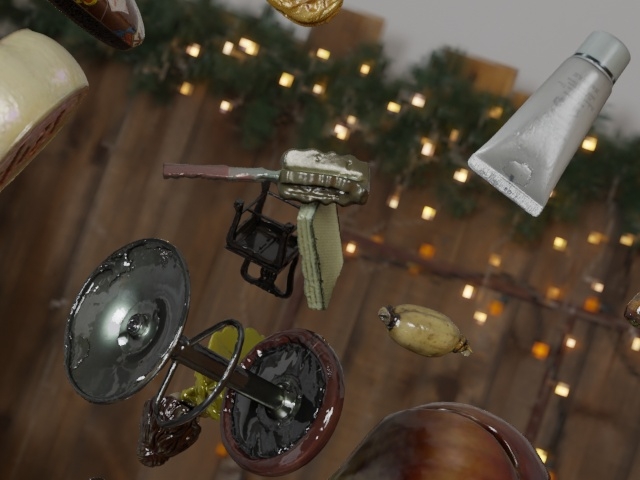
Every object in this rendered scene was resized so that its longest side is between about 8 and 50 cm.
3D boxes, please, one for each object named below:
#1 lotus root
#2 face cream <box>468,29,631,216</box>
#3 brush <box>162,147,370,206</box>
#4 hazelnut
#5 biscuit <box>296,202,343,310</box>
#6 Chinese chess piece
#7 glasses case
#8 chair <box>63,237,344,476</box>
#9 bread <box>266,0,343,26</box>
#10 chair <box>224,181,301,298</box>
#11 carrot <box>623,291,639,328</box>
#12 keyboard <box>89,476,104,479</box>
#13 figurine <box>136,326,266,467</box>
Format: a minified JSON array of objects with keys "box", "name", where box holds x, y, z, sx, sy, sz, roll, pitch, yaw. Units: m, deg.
[{"box":[0.142,0.124,1.898,0.152,0.063,0.072,21,5,-20],"name":"lotus root"},{"box":[0.382,-0.199,2.257,0.143,0.314,0.089,38,-12,0],"name":"face cream"},{"box":[-0.078,-0.095,2.022,0.301,0.071,0.084,5,35,-2],"name":"brush"},{"box":[0.186,0.450,2.214,0.359,0.409,0.359,9,-26,4],"name":"hazelnut"},{"box":[0.000,0.000,2.139,0.040,0.121,0.199,9,-45,16],"name":"biscuit"},{"box":[-0.411,-0.141,1.748,0.112,0.270,0.270,44,-8,-4],"name":"Chinese chess piece"},{"box":[-0.364,-0.389,2.115,0.321,0.082,0.122,37,26,-61],"name":"glasses case"},{"box":[-0.126,0.175,1.878,0.226,0.227,0.401,14,-14,44],"name":"chair"},{"box":[-0.024,-0.313,1.737,0.110,0.083,0.044,35,8,-3],"name":"bread"},{"box":[-0.091,0.022,2.301,0.106,0.229,0.113,27,38,15],"name":"chair"},{"box":[0.557,0.078,2.263,0.055,0.161,0.055,47,-7,8],"name":"carrot"},{"box":[-0.312,0.427,1.945,0.015,0.197,0.074,0,-8,11],"name":"keyboard"},{"box":[-0.207,0.283,2.447,0.187,0.168,0.315,18,-34,-35],"name":"figurine"}]
